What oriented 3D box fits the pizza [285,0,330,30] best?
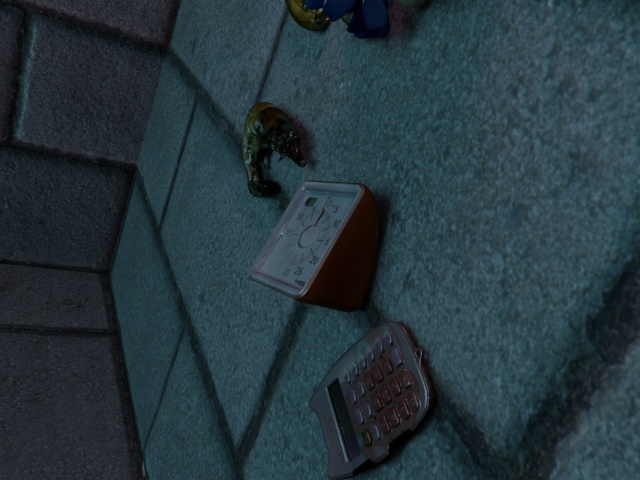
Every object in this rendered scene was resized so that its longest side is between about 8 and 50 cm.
[{"bbox_3d":[-0.008,-0.660,1.450,0.288,0.074,0.251,-41,51,49],"label":"pizza"}]

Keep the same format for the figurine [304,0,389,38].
[{"bbox_3d":[0.075,-0.494,1.181,0.120,0.164,0.262,-63,21,17],"label":"figurine"}]

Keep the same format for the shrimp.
[{"bbox_3d":[-0.142,-0.233,1.551,0.445,0.085,0.272,37,119,59],"label":"shrimp"}]

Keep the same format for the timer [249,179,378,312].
[{"bbox_3d":[0.000,0.000,1.179,0.257,0.161,0.250,14,86,60],"label":"timer"}]

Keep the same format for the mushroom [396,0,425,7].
[{"bbox_3d":[0.153,-0.532,1.016,0.234,0.254,0.260,76,177,-46],"label":"mushroom"}]

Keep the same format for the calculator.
[{"bbox_3d":[0.093,0.295,1.050,0.329,0.048,0.220,-52,40,35],"label":"calculator"}]
